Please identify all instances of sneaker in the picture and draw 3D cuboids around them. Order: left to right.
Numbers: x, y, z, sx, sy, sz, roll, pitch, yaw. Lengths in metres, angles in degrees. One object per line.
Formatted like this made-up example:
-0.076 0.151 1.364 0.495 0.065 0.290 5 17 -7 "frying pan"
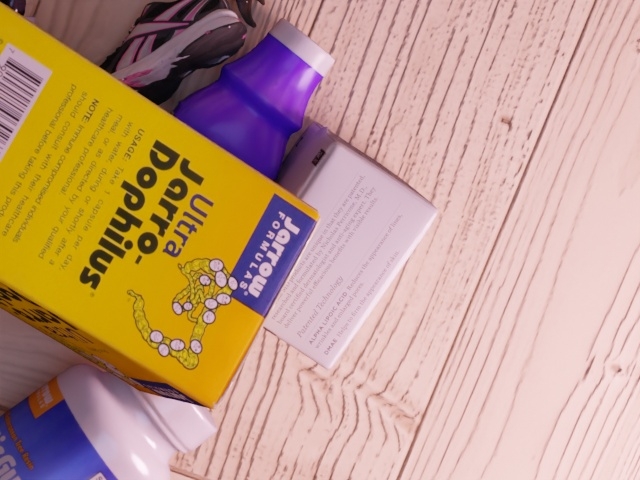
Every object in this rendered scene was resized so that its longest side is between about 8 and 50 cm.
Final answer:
-0.156 -0.181 1.853 0.178 0.072 0.077 -27 63 9 "sneaker"

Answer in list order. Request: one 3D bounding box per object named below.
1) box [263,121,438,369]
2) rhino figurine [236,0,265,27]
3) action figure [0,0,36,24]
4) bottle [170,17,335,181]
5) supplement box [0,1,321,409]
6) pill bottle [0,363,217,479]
0.000 0.000 1.838 0.119 0.181 0.182 34 94 -11 "box"
-0.037 -0.317 1.833 0.106 0.073 0.243 6 100 -31 "rhino figurine"
-0.301 -0.097 1.795 0.099 0.185 0.285 2 95 32 "action figure"
-0.099 -0.080 1.857 0.118 0.092 0.283 37 93 -12 "bottle"
-0.217 -0.032 1.655 0.356 0.194 0.195 33 78 -22 "supplement box"
-0.239 0.212 1.856 0.272 0.152 0.152 -36 102 -1 "pill bottle"
